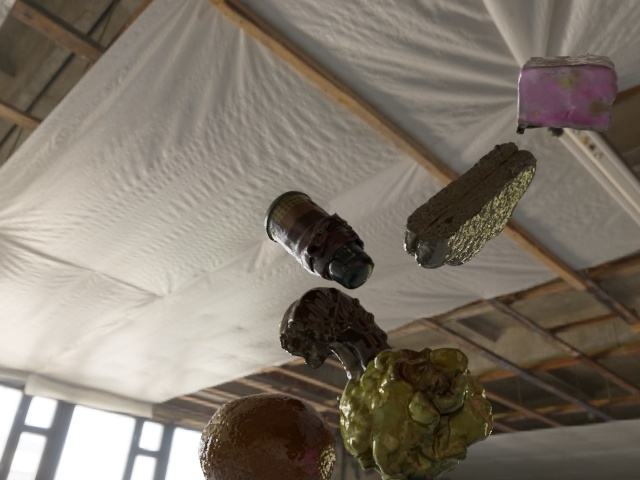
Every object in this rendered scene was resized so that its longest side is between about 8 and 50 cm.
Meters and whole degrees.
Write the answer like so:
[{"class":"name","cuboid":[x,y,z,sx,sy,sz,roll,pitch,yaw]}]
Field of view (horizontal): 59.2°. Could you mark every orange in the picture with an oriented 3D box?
[{"class":"orange","cuboid":[-0.142,0.560,1.490,0.357,0.322,0.322,14,-28,11]}]

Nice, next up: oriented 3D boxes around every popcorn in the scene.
[{"class":"popcorn","cuboid":[0.175,0.318,1.058,0.287,0.215,0.251,-15,-73,-9]}]

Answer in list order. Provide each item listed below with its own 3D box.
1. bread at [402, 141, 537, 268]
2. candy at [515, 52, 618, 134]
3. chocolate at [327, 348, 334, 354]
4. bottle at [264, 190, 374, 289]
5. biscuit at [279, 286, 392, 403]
[{"class":"bread","cuboid":[0.311,-0.053,1.166,0.337,0.102,0.183,-38,-35,-16]},{"class":"candy","cuboid":[0.445,-0.271,1.023,0.156,0.265,0.115,4,-68,23]},{"class":"chocolate","cuboid":[0.022,0.259,1.711,0.177,0.176,0.176,3,-30,2]},{"class":"bottle","cuboid":[0.000,0.000,1.216,0.156,0.271,0.143,-4,-57,-45]},{"class":"biscuit","cuboid":[0.067,0.255,1.264,0.115,0.268,0.366,-33,-79,28]}]
